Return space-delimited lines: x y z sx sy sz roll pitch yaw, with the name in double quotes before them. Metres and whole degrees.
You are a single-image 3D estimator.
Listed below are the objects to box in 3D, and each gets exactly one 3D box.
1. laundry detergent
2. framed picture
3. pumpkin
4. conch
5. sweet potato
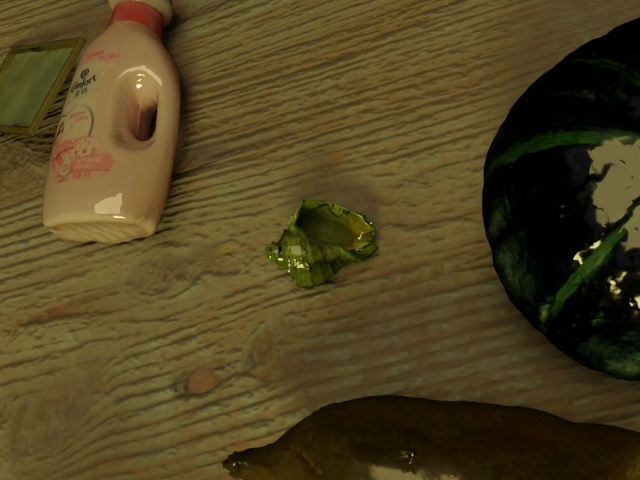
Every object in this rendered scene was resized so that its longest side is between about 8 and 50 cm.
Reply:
"laundry detergent" -0.237 -0.166 0.730 0.158 0.088 0.336 -2 70 15
"framed picture" -0.384 -0.197 0.783 0.200 0.010 0.136 11 73 41
"pumpkin" 0.281 -0.040 0.472 0.314 0.238 0.316 -4 75 13
"conch" 0.000 0.000 0.614 0.121 0.074 0.089 -9 103 -11
"sweet potato" 0.103 0.200 0.484 0.369 0.158 0.158 7 72 24
